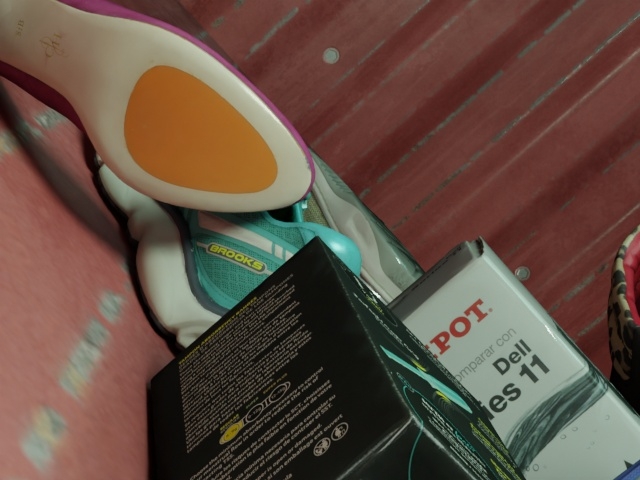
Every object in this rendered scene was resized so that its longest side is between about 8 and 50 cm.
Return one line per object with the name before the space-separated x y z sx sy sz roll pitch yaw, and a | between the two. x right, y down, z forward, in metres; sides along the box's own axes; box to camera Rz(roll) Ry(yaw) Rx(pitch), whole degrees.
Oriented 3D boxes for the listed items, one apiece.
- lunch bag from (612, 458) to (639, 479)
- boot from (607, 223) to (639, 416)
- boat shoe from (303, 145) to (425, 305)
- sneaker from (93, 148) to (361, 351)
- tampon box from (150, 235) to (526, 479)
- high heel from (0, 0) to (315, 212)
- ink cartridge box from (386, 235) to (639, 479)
lunch bag | 0.152 0.167 0.385 0.090 0.219 0.176 51 4 -46
boot | 0.262 0.188 0.656 0.377 0.138 0.284 -92 176 -56
boat shoe | 0.002 0.002 0.921 0.118 0.103 0.320 45 4 -29
sneaker | -0.054 -0.025 0.615 0.107 0.110 0.275 43 8 -40
tampon box | 0.012 0.095 0.395 0.120 0.101 0.161 47 6 -21
high heel | -0.108 -0.087 0.554 0.244 0.082 0.117 21 15 5
ink cartridge box | 0.095 0.124 0.549 0.208 0.153 0.087 48 8 0
